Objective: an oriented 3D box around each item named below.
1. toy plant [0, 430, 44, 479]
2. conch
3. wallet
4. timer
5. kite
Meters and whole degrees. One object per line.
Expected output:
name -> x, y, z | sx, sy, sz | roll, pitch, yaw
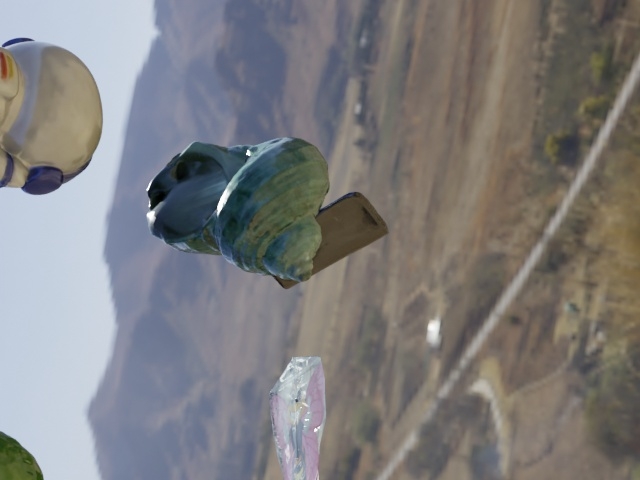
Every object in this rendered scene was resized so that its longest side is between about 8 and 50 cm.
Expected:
toy plant -> -0.386, 0.225, 1.262 | 0.184, 0.316, 0.224 | -25, -74, -44
conch -> -0.073, -0.031, 1.437 | 0.196, 0.134, 0.202 | -45, 35, 4
wallet -> 0.000, 0.000, 1.619 | 0.156, 0.082, 0.018 | -31, 31, 17
timer -> -0.347, -0.131, 1.135 | 0.270, 0.383, 0.270 | -10, 75, 38
kite -> -0.025, 0.315, 1.592 | 0.204, 0.022, 0.360 | 138, 134, -64
